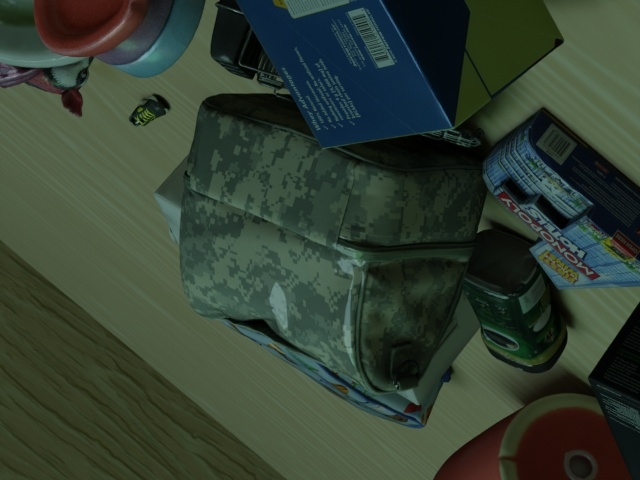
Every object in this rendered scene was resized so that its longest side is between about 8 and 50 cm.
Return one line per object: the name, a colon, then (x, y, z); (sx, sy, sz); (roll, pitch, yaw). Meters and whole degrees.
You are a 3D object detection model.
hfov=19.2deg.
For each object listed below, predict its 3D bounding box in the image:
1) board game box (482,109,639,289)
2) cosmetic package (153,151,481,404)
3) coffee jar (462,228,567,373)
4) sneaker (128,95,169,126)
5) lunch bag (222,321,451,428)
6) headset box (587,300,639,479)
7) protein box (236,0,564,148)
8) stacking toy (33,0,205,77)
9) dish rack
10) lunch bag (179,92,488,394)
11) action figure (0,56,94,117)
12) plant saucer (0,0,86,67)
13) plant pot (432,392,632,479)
board game box: (0.239, -0.021, 1.825); (0.194, 0.060, 0.194); (39, 162, -2)
cosmetic package: (0.000, 0.019, 2.259); (0.365, 0.155, 0.197); (31, 161, 27)
coffee jar: (0.213, 0.070, 2.079); (0.096, 0.079, 0.184); (25, 157, 30)
sneaker: (-0.223, -0.164, 2.452); (0.031, 0.035, 0.083); (42, 163, -14)
lunch bag: (0.013, 0.136, 2.537); (0.243, 0.115, 0.303); (20, 167, 48)
headset box: (0.429, 0.206, 1.892); (0.246, 0.131, 0.283); (25, 158, 36)
protein box: (0.050, -0.198, 1.536); (0.201, 0.136, 0.200); (-4, 120, 60)
stacking toy: (-0.116, -0.300, 1.565); (0.130, 0.309, 0.279); (13, 155, -40)
dish rack: (0.029, -0.153, 1.779); (0.271, 0.074, 0.208); (19, -177, 3)
lunch bag: (0.000, 0.000, 1.953); (0.305, 0.256, 0.212); (23, -165, 39)
action figure: (-0.375, -0.283, 2.103); (0.248, 0.276, 0.370); (-2, 123, 56)
plant saucer: (-0.311, -0.367, 1.856); (0.400, 0.100, 0.400); (16, 128, 22)
plant pot: (0.284, 0.318, 2.311); (0.275, 0.275, 0.243); (36, 153, 9)
